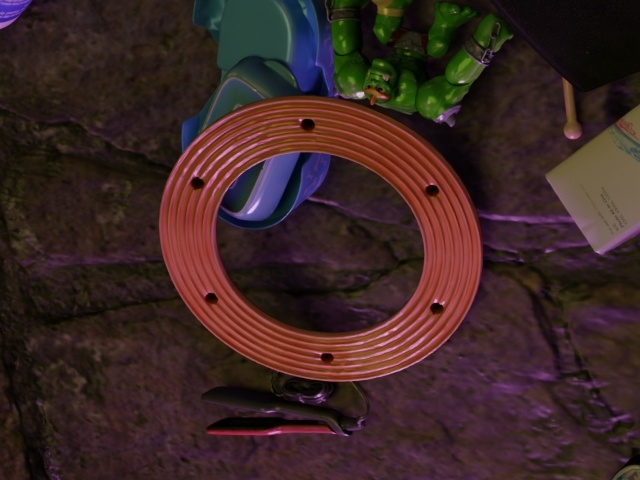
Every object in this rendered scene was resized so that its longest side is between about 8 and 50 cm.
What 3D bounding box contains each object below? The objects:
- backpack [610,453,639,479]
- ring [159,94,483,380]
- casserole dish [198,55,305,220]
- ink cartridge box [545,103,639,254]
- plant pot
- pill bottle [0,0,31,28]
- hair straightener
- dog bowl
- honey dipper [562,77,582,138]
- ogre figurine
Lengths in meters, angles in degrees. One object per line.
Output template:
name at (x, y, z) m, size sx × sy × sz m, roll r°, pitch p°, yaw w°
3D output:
backpack at (0.353, 0.334, 1.473) m, size 0.253 × 0.191 × 0.225 m, roll 33°, pitch 121°, yaw 20°
ring at (0.000, 0.000, 1.643) m, size 0.337 × 0.032 × 0.336 m, roll 6°, pitch 122°, yaw 10°
casserole dish at (-0.079, -0.101, 1.661) m, size 0.114 × 0.037 × 0.188 m, roll 40°, pitch 126°, yaw 22°
ink cartridge box at (0.321, -0.089, 1.372) m, size 0.212 × 0.154 × 0.093 m, roll -41°, pitch 78°, yaw 39°
plant pot at (0.260, -0.238, 1.367) m, size 0.188 × 0.187 × 0.167 m, roll -21°, pitch 104°, yaw 40°
pill bottle at (-0.382, -0.336, 1.841) m, size 0.272 × 0.152 × 0.152 m, roll -40°, pitch 79°, yaw 38°
hair straightener at (-0.041, 0.179, 1.809) m, size 0.230 × 0.047 × 0.089 m, roll -1°, pitch 104°, yaw 38°
dog bowl at (-0.056, -0.161, 1.695) m, size 0.166 × 0.074 × 0.297 m, roll 22°, pitch 116°, yaw 31°
honey dipper at (0.230, -0.174, 1.501) m, size 0.030 × 0.030 × 0.160 m, roll 3°, pitch 110°, yaw 37°
ogre figurine at (0.086, -0.183, 1.570) m, size 0.197 × 0.097 × 0.118 m, roll 15°, pitch 98°, yaw 10°
